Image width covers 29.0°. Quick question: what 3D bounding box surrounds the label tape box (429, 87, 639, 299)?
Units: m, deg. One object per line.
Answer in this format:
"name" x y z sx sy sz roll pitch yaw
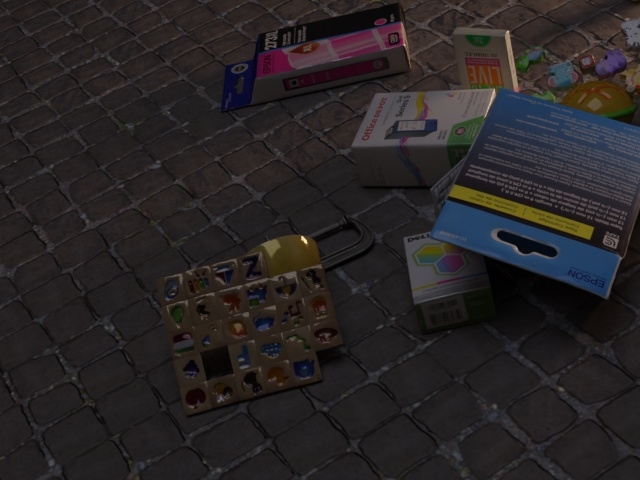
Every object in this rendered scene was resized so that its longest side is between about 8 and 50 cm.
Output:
"label tape box" 0.315 -0.047 1.732 0.249 0.115 0.348 18 48 13

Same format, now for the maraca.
"maraca" 0.435 -0.205 1.956 0.127 0.099 0.186 -5 12 12

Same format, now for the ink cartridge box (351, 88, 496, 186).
"ink cartridge box" 0.175 -0.166 2.010 0.212 0.093 0.154 0 41 25

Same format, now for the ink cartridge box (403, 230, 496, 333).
"ink cartridge box" 0.182 0.035 1.775 0.109 0.062 0.209 -13 37 7

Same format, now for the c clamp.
"c clamp" 0.000 0.000 1.926 0.160 0.022 0.137 -20 37 -3

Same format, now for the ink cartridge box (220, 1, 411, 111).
"ink cartridge box" -0.016 -0.350 2.352 0.371 0.069 0.176 -13 37 10

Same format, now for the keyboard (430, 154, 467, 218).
"keyboard" 0.243 -0.110 1.899 0.014 0.072 0.256 12 38 35

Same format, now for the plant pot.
"plant pot" -0.050 0.070 1.788 0.134 0.134 0.095 -21 62 -5

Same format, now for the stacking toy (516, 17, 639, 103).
"stacking toy" 0.426 -0.269 1.987 0.221 0.167 0.052 -14 66 9

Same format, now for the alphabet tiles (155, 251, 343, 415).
"alphabet tiles" -0.096 0.118 1.721 0.237 0.009 0.198 -15 77 3

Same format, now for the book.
"book" 0.282 -0.291 2.081 0.096 0.144 0.035 9 44 31
